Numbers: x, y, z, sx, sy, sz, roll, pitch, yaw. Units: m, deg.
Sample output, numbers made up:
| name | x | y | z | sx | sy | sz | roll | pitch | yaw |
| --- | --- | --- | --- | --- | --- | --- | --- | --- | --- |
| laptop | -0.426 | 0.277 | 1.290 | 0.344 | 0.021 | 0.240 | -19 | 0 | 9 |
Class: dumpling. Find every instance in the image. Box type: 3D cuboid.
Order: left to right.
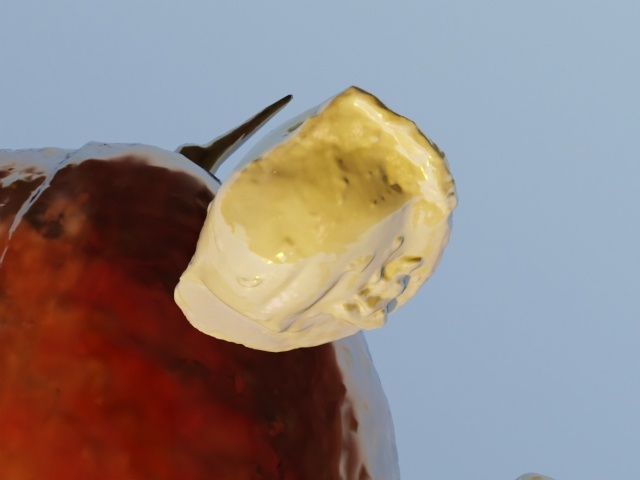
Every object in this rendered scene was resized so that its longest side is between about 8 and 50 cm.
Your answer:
| name | x | y | z | sx | sy | sz | roll | pitch | yaw |
| --- | --- | --- | --- | --- | --- | --- | --- | --- | --- |
| dumpling | 0.000 | 0.001 | 0.467 | 0.057 | 0.052 | 0.076 | 37 | -90 | 1 |

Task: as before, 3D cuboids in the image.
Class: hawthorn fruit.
| name | x | y | z | sx | sy | sz | roll | pitch | yaw |
| --- | --- | --- | --- | --- | --- | --- | --- | --- | --- |
| hawthorn fruit | -0.097 | 0.095 | 0.647 | 0.258 | 0.258 | 0.261 | -12 | -92 | -28 |

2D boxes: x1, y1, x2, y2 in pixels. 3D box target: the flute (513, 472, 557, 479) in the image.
| name | x | y | z | sx | sy | sz | roll | pitch | yaw |
| --- | --- | --- | --- | --- | --- | --- | --- | --- | --- |
| flute | 0.059 | 0.107 | 0.347 | 0.027 | 0.027 | 0.233 | 20 | -160 | -10 |
